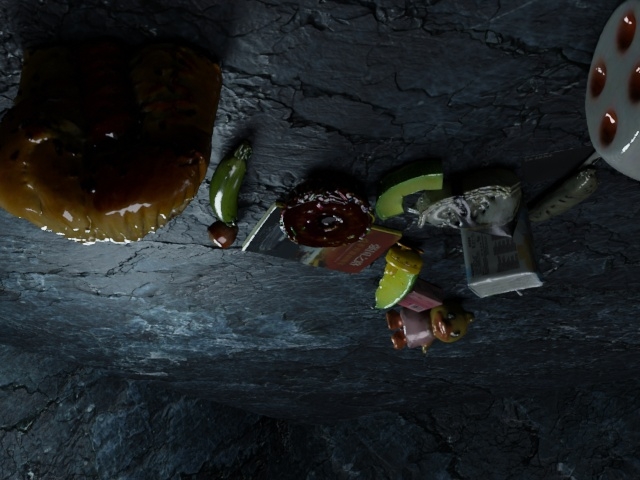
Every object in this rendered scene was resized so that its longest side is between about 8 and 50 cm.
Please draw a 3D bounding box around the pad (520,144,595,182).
[{"bbox_3d":[0.539,-0.172,1.416,0.157,0.003,0.112,-10,150,19],"label":"pad"}]

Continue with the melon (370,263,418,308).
[{"bbox_3d":[0.220,0.147,1.925,0.114,0.053,0.261,24,134,-6],"label":"melon"}]

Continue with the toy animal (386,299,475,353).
[{"bbox_3d":[0.384,0.284,2.123,0.281,0.195,0.169,-12,-171,30],"label":"toy animal"}]

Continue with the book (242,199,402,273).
[{"bbox_3d":[0.000,0.000,1.731,0.374,0.028,0.262,13,148,-21],"label":"book"}]

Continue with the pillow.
[{"bbox_3d":[0.592,-0.105,1.491,0.093,0.051,0.241,-2,154,-21],"label":"pillow"}]

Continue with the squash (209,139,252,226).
[{"bbox_3d":[-0.220,-0.122,1.464,0.080,0.071,0.318,-31,162,-28],"label":"squash"}]

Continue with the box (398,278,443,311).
[{"bbox_3d":[0.309,0.175,2.016,0.156,0.060,0.111,24,146,-37],"label":"box"}]

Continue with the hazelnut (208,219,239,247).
[{"bbox_3d":[-0.256,-0.021,1.653,0.086,0.086,0.086,1,152,0],"label":"hazelnut"}]

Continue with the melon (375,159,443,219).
[{"bbox_3d":[0.202,-0.125,1.454,0.210,0.064,0.118,-23,143,33],"label":"melon"}]

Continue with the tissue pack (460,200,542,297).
[{"bbox_3d":[0.444,0.018,1.533,0.159,0.229,0.145,-16,147,25],"label":"tissue pack"}]

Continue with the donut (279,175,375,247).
[{"bbox_3d":[0.015,-0.071,1.512,0.235,0.089,0.235,-1,145,-1],"label":"donut"}]

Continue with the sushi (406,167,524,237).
[{"bbox_3d":[0.330,-0.102,1.457,0.273,0.134,0.109,6,142,22],"label":"sushi"}]

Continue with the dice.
[{"bbox_3d":[0.590,-0.259,0.990,0.243,0.251,0.259,1,152,3],"label":"dice"}]

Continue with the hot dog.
[{"bbox_3d":[-0.365,-0.172,1.058,0.368,0.365,0.196,1,150,-1],"label":"hot dog"}]

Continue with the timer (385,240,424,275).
[{"bbox_3d":[0.231,0.064,1.756,0.107,0.107,0.109,17,104,-28],"label":"timer"}]

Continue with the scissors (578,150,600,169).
[{"bbox_3d":[0.615,-0.207,1.325,0.110,0.021,0.212,8,149,-12],"label":"scissors"}]
